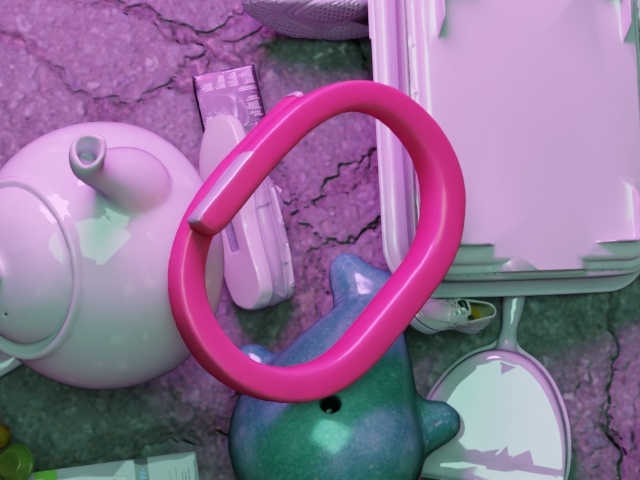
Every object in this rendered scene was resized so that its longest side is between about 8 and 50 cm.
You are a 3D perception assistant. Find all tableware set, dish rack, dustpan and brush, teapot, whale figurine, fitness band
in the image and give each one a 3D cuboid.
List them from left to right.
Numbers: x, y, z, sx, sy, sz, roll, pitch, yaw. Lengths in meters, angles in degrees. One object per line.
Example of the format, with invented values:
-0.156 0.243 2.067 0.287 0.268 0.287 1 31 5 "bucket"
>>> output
-0.326 0.221 1.422 0.154 0.024 0.104 -46 65 4 "tableware set"
-0.222 0.021 1.372 0.187 0.253 0.256 -11 105 -47 "teapot"
0.000 0.000 1.334 0.209 0.054 0.291 48 69 -20 "fitness band"
0.023 0.126 1.427 0.216 0.141 0.272 18 64 8 "whale figurine"
0.169 0.125 1.492 0.147 0.060 0.211 8 82 11 "dustpan and brush"
0.193 -0.116 1.484 0.286 0.072 0.332 -1 86 -22 "dish rack"

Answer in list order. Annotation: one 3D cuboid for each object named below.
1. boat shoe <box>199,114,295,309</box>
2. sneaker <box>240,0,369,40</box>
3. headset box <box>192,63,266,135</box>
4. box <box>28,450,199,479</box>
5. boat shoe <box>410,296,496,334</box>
-0.062 -0.028 1.498 0.063 0.066 0.184 -8 79 -45 "boat shoe"
0.051 -0.282 1.558 0.269 0.101 0.153 -2 76 -11 "sneaker"
-0.085 -0.121 1.539 0.062 0.032 0.083 -13 78 -7 "headset box"
-0.194 0.272 1.432 0.186 0.038 0.145 -6 76 -5 "box"
0.120 0.065 1.453 0.100 0.035 0.035 9 52 -39 "boat shoe"
